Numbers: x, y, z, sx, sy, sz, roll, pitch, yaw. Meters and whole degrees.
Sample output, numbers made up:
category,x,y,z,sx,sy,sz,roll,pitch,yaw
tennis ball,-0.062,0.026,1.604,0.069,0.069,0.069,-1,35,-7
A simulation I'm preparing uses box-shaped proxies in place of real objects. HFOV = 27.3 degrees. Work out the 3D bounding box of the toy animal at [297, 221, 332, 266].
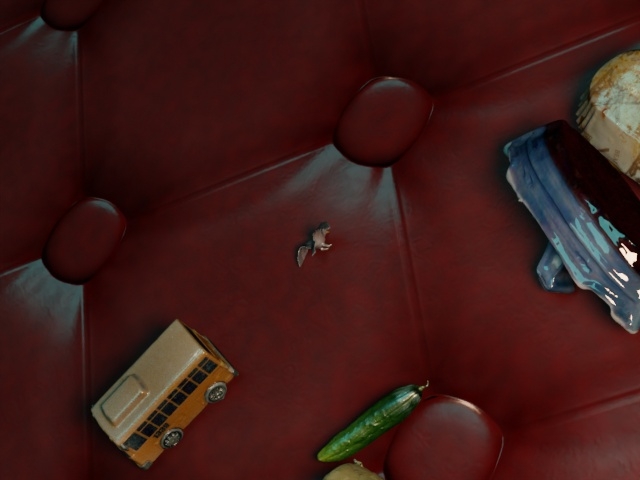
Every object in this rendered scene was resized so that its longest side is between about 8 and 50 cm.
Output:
category,x,y,z,sx,sy,sz,roll,pitch,yaw
toy animal,0.000,0.001,1.765,0.028,0.050,0.084,51,129,15

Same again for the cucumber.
category,x,y,z,sx,sy,sz,roll,pitch,yaw
cucumber,0.067,0.220,1.602,0.168,0.039,0.039,-38,52,9

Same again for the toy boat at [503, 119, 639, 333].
category,x,y,z,sx,sy,sz,roll,pitch,yaw
toy boat,0.298,-0.015,1.554,0.142,0.129,0.309,-53,48,32

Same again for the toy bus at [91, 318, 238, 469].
category,x,y,z,sx,sy,sz,roll,pitch,yaw
toy bus,-0.210,0.202,1.728,0.182,0.103,0.091,-46,51,0

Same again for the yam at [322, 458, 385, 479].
category,x,y,z,sx,sy,sz,roll,pitch,yaw
yam,0.150,0.357,1.452,0.371,0.083,0.083,27,80,35

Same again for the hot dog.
category,x,y,z,sx,sy,sz,roll,pitch,yaw
hot dog,0.428,-0.126,1.563,0.162,0.082,0.270,-50,59,8
